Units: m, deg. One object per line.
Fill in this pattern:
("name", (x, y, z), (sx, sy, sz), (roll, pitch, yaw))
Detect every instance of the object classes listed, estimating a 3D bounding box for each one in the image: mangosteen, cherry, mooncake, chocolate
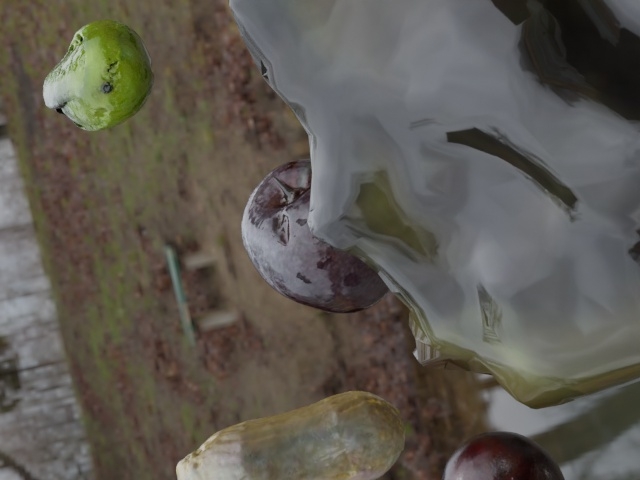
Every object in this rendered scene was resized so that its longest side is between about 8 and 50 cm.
("mangosteen", (0.175, 0.254, 1.219), (0.140, 0.140, 0.140), (168, 90, -80))
("cherry", (-0.001, 0.000, 1.303), (0.176, 0.140, 0.176), (49, 174, 7))
("mooncake", (0.065, -0.155, 0.391), (0.393, 0.246, 0.394), (6, -110, -53))
("chocolate", (-0.033, 0.285, 1.674), (0.134, 0.309, 0.134), (167, 90, -78))

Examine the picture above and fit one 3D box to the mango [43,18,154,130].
("mango", (-0.188, -0.139, 1.090), (0.165, 0.074, 0.091), (11, 80, 67))
